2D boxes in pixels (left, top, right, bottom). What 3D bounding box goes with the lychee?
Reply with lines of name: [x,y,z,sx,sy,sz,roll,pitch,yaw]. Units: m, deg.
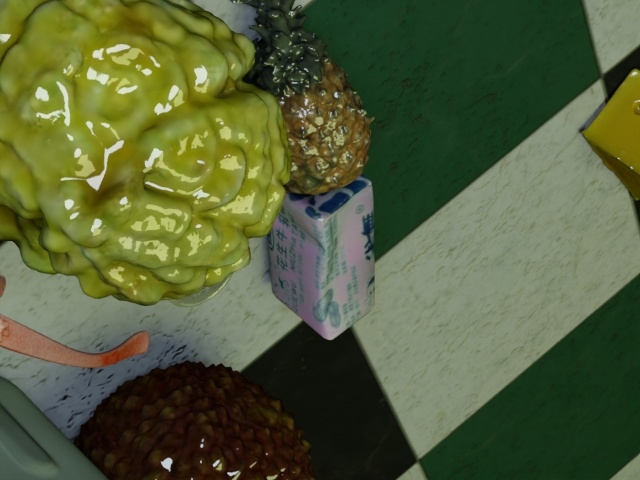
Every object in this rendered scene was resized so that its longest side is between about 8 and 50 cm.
lychee: [-0.118,0.226,1.725,0.236,0.236,0.271,-49,178,4]

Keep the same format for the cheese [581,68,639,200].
cheese: [0.359,-0.092,2.047,0.093,0.126,0.171,-52,162,-2]

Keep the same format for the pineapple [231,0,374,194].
pineapple: [-0.019,-0.135,1.617,0.108,0.108,0.198,-30,128,-21]

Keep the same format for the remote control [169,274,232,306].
remote control: [-0.112,-0.033,1.663,0.078,0.042,0.221,-25,138,-25]

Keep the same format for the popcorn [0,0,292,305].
popcorn: [-0.152,-0.075,1.411,0.224,0.258,0.270,-54,143,-19]

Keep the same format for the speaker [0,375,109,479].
speaker: [-0.369,0.209,1.514,0.406,0.184,0.183,5,120,-47]

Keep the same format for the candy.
candy: [0.000,0.000,1.761,0.073,0.092,0.160,-31,140,-28]

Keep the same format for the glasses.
glasses: [-0.275,0.061,1.433,0.268,0.234,0.118,33,75,-53]
